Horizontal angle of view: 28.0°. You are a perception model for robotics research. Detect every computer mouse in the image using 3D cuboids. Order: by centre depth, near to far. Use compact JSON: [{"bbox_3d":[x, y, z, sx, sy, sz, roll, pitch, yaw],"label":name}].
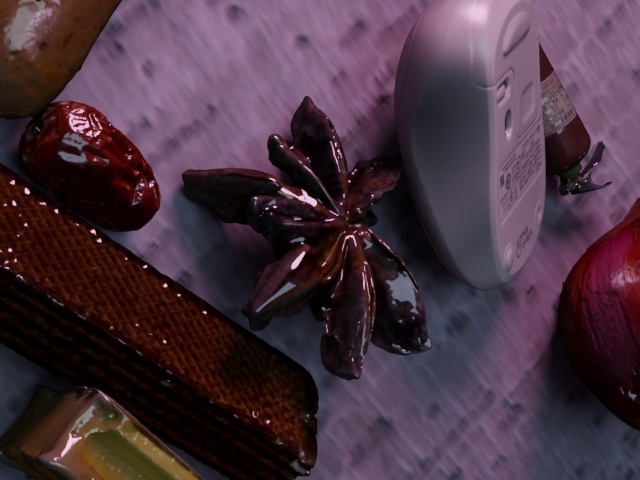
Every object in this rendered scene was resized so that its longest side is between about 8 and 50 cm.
[{"bbox_3d":[0.135,-0.100,1.208,0.184,0.121,0.296,-54,144,-50],"label":"computer mouse"}]

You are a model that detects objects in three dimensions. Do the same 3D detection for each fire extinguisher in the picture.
[{"bbox_3d":[0.231,-0.137,1.318,0.099,0.071,0.231,-45,111,-33],"label":"fire extinguisher"}]

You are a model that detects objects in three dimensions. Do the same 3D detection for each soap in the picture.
[{"bbox_3d":[-0.137,0.206,1.012,0.233,0.135,0.076,43,65,-23],"label":"soap"}]

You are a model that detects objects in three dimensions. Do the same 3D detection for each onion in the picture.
[{"bbox_3d":[0.373,0.063,1.284,0.276,0.276,0.276,3,85,-33],"label":"onion"}]

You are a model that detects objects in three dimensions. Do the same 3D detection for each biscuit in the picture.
[{"bbox_3d":[-0.159,0.071,1.020,0.388,0.073,0.107,36,32,-26],"label":"biscuit"}]

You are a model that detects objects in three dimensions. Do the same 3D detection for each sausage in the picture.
[{"bbox_3d":[-0.152,-0.298,1.045,0.500,0.123,0.136,-58,132,-24],"label":"sausage"}]

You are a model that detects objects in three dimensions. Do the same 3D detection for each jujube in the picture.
[{"bbox_3d":[-0.182,-0.058,1.039,0.129,0.077,0.077,42,66,-32],"label":"jujube"}]

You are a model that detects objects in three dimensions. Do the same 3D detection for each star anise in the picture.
[{"bbox_3d":[0.003,0.003,1.113,0.212,0.129,0.282,16,44,-42],"label":"star anise"}]
